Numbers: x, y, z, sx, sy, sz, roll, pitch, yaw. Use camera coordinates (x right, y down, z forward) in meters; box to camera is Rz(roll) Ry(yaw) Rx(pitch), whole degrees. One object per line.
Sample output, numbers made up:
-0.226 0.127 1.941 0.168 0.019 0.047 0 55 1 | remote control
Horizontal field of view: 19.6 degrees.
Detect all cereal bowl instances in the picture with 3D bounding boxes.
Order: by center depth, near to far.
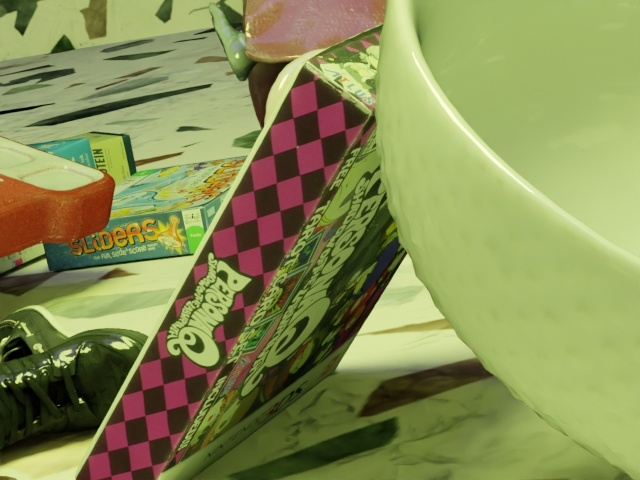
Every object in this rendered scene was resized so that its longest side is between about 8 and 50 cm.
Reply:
0.180 -0.007 0.690 0.339 0.141 0.339 8 39 -6 | cereal bowl

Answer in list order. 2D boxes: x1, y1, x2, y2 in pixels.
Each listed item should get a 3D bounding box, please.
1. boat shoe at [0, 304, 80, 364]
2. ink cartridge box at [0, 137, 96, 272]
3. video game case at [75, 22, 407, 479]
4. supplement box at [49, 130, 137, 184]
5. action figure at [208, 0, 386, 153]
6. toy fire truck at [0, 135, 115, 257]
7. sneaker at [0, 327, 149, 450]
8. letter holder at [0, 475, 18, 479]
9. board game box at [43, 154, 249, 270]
-0.162 0.068 1.041 0.038 0.046 0.125 -12 19 -31 | boat shoe
-0.293 -0.012 1.442 0.134 0.078 0.231 -4 15 36 | ink cartridge box
0.000 0.000 0.845 0.042 0.232 0.210 37 28 12 | video game case
-0.219 -0.060 1.654 0.083 0.056 0.083 -17 13 -29 | supplement box
0.108 -0.171 1.424 0.370 0.248 0.276 -14 13 -3 | action figure
-0.326 -0.041 1.264 0.302 0.169 0.254 18 20 27 | toy fire truck
-0.168 0.090 0.935 0.170 0.051 0.089 -12 11 17 | sneaker
-0.310 0.091 0.809 0.302 0.152 0.214 -8 10 13 | letter holder
-0.115 -0.025 1.450 0.136 0.035 0.201 -7 12 18 | board game box
